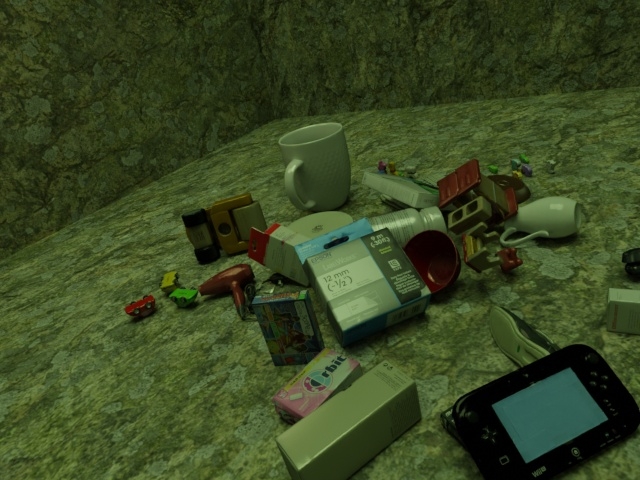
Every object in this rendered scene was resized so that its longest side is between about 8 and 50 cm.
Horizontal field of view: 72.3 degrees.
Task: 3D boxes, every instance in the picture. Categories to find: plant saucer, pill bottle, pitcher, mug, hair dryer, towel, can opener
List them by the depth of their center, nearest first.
[{"bbox_3d":[0.845,0.052,1.093,0.186,0.073,0.059,-8,18,-7],"label":"can opener"},{"bbox_3d":[0.660,-0.049,1.326,0.207,0.125,0.177,-2,48,44],"label":"pitcher"},{"bbox_3d":[0.244,-0.012,1.392,0.283,0.160,0.160,-14,27,2],"label":"pill bottle"},{"bbox_3d":[-0.272,0.152,1.420,0.294,0.080,0.223,-1,29,25],"label":"hair dryer"},{"bbox_3d":[0.679,-0.201,1.633,0.199,0.036,0.198,-3,33,2],"label":"plant saucer"},{"bbox_3d":[0.436,-0.191,1.754,0.312,0.056,0.324,-23,27,-15],"label":"towel"},{"bbox_3d":[-0.028,-0.277,1.845,0.276,0.328,0.374,4,33,32],"label":"mug"}]

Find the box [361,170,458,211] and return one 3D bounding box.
[{"bbox_3d":[0.331,-0.178,1.578,0.232,0.058,0.322,2,20,-31],"label":"box"}]

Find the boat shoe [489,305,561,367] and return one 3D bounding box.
[{"bbox_3d":[0.450,0.221,0.957,0.079,0.084,0.233,3,21,-13],"label":"boat shoe"}]

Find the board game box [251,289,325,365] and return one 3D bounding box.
[{"bbox_3d":[-0.072,0.217,1.067,0.136,0.201,0.035,-7,28,13],"label":"board game box"}]

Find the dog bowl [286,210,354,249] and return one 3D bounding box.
[{"bbox_3d":[0.000,0.000,1.550,0.265,0.104,0.265,-11,28,6],"label":"dog bowl"}]

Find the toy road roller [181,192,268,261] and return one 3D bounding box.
[{"bbox_3d":[-0.383,-0.070,1.777,0.330,0.202,0.240,-15,16,2],"label":"toy road roller"}]

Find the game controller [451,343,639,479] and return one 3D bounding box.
[{"bbox_3d":[0.395,0.304,0.766,0.319,0.067,0.166,-19,52,-13],"label":"game controller"}]

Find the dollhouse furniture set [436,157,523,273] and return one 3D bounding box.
[{"bbox_3d":[0.470,-0.039,1.291,0.152,0.201,0.374,-36,33,43],"label":"dollhouse furniture set"}]

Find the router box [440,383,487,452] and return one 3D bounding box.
[{"bbox_3d":[0.305,0.339,0.829,0.122,0.038,0.092,-24,29,-18],"label":"router box"}]

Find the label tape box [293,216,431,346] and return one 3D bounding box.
[{"bbox_3d":[0.098,0.077,1.191,0.249,0.115,0.347,-21,58,-11],"label":"label tape box"}]

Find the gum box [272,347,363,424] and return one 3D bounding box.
[{"bbox_3d":[-0.005,0.332,0.967,0.107,0.062,0.188,13,38,42],"label":"gum box"}]

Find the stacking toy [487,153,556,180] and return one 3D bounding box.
[{"bbox_3d":[0.814,-0.301,1.781,0.167,0.052,0.221,-17,27,-5],"label":"stacking toy"}]

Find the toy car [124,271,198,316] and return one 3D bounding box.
[{"bbox_3d":[-0.507,0.194,1.488,0.225,0.053,0.239,1,32,27],"label":"toy car"}]

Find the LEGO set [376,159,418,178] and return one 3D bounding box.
[{"bbox_3d":[0.330,-0.329,2.023,0.227,0.093,0.087,15,39,44],"label":"LEGO set"}]

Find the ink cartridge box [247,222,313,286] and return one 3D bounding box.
[{"bbox_3d":[-0.114,0.036,1.413,0.231,0.134,0.078,25,37,14],"label":"ink cartridge box"}]

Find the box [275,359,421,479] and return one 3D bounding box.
[{"bbox_3d":[0.061,0.358,0.838,0.275,0.113,0.094,-26,29,-24],"label":"box"}]

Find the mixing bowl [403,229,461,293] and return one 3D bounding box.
[{"bbox_3d":[0.322,0.070,1.229,0.098,0.181,0.181,21,-2,-43],"label":"mixing bowl"}]

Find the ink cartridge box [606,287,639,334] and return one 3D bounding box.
[{"bbox_3d":[0.686,0.154,0.938,0.122,0.088,0.052,2,32,30],"label":"ink cartridge box"}]
